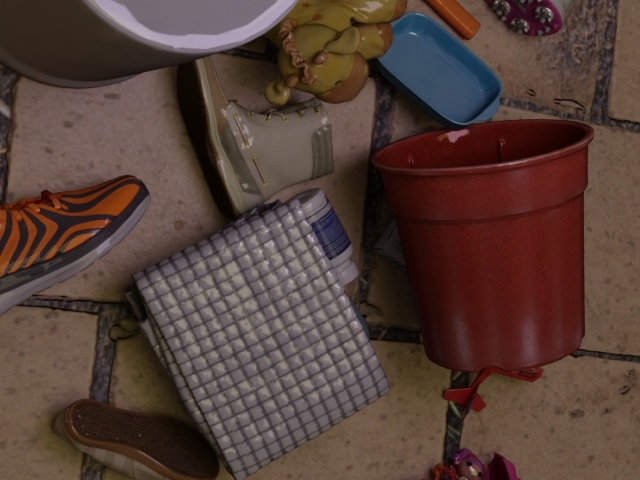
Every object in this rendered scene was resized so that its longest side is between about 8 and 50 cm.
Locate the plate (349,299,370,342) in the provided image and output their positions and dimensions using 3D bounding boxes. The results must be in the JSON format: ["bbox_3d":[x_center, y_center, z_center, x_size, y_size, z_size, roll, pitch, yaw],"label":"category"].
[{"bbox_3d":[-0.015,0.147,1.952,0.188,0.024,0.188,-1,92,-26],"label":"plate"}]

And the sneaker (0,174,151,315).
[{"bbox_3d":[-0.355,-0.028,1.725,0.321,0.124,0.180,-33,107,-21],"label":"sneaker"}]

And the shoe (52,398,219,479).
[{"bbox_3d":[-0.221,0.245,1.845,0.219,0.058,0.077,26,50,-28],"label":"shoe"}]

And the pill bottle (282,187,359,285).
[{"bbox_3d":[0.000,0.000,1.929,0.067,0.067,0.120,-34,106,-21],"label":"pill bottle"}]

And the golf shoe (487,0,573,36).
[{"bbox_3d":[0.237,-0.414,2.016,0.306,0.115,0.140,50,61,-26],"label":"golf shoe"}]

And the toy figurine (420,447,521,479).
[{"bbox_3d":[0.190,0.338,2.031,0.173,0.130,0.159,43,58,4],"label":"toy figurine"}]

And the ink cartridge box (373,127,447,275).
[{"bbox_3d":[0.211,-0.020,2.043,0.223,0.045,0.224,36,77,-23],"label":"ink cartridge box"}]

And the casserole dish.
[{"bbox_3d":[0.146,-0.213,1.969,0.188,0.037,0.114,42,57,7],"label":"casserole dish"}]

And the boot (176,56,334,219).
[{"bbox_3d":[-0.077,-0.151,1.880,0.165,0.077,0.213,-25,110,-22],"label":"boot"}]

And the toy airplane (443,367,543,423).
[{"bbox_3d":[0.222,0.176,2.046,0.151,0.028,0.151,-8,115,-17],"label":"toy airplane"}]

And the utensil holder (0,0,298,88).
[{"bbox_3d":[-0.206,-0.334,1.640,0.327,0.385,0.328,-2,93,-26],"label":"utensil holder"}]

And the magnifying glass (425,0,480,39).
[{"bbox_3d":[0.122,-0.346,1.998,0.231,0.026,0.092,41,75,-22],"label":"magnifying glass"}]

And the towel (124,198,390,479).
[{"bbox_3d":[-0.078,0.113,1.851,0.235,0.121,0.284,-29,102,-6],"label":"towel"}]

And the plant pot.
[{"bbox_3d":[0.214,0.008,1.889,0.272,0.272,0.265,-15,106,-25],"label":"plant pot"}]

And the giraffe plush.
[{"bbox_3d":[0.003,-0.237,1.829,0.210,0.170,0.181,11,128,-20],"label":"giraffe plush"}]
